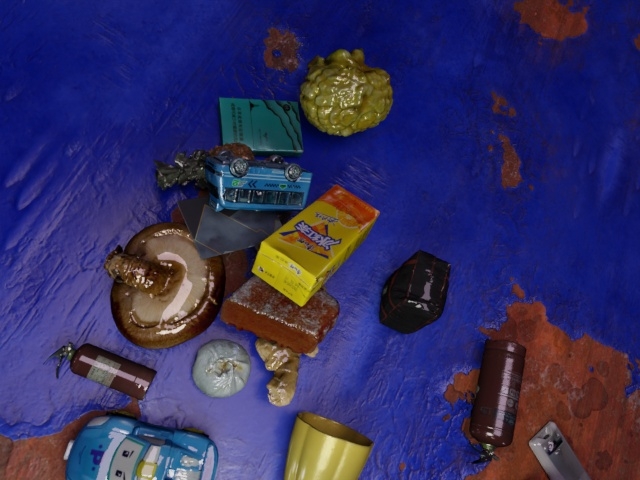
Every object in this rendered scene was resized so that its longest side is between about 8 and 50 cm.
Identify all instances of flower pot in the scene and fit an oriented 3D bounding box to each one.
[{"bbox_3d":[0.004,0.516,1.167,0.195,0.195,0.179,24,81,-11],"label":"flower pot"}]

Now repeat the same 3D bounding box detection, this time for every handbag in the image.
[{"bbox_3d":[0.247,0.136,1.337,0.155,0.215,0.169,27,64,-1],"label":"handbag"}]

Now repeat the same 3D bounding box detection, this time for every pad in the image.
[{"bbox_3d":[-0.210,-0.050,1.238,0.243,0.004,0.164,-16,70,-37],"label":"pad"}]

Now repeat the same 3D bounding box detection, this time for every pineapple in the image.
[{"bbox_3d":[-0.295,-0.181,1.292,0.247,0.128,0.128,-8,77,-19],"label":"pineapple"}]

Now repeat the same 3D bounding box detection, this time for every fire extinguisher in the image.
[{"bbox_3d":[-0.490,0.291,1.124,0.231,0.071,0.099,24,96,-10],"label":"fire extinguisher"},{"bbox_3d":[0.469,0.439,1.373,0.135,0.114,0.337,28,67,-26],"label":"fire extinguisher"}]

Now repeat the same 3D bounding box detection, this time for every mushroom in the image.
[{"bbox_3d":[-0.361,0.102,1.171,0.278,0.163,0.297,23,67,-21],"label":"mushroom"}]

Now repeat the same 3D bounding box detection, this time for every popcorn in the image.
[{"bbox_3d":[0.070,-0.415,1.434,0.270,0.224,0.258,27,51,-1],"label":"popcorn"}]

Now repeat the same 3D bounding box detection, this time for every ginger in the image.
[{"bbox_3d":[-0.065,0.246,1.269,0.147,0.081,0.334,28,55,12],"label":"ginger"}]

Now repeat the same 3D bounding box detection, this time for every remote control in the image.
[{"bbox_3d":[0.715,0.674,1.423,0.109,0.055,0.313,-30,85,-24],"label":"remote control"}]

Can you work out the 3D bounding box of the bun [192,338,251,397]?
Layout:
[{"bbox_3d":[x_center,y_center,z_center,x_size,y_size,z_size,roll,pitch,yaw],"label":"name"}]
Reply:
[{"bbox_3d":[-0.230,0.300,1.197,0.140,0.083,0.141,6,70,-18],"label":"bun"}]

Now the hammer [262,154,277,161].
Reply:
[{"bbox_3d":[-0.146,-0.205,1.393,0.083,0.043,0.043,-30,86,-24],"label":"hammer"}]

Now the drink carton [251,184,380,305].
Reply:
[{"bbox_3d":[0.000,0.000,1.255,0.154,0.111,0.351,34,39,12],"label":"drink carton"}]

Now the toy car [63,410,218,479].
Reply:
[{"bbox_3d":[-0.372,0.474,1.058,0.314,0.166,0.198,19,66,-12],"label":"toy car"}]

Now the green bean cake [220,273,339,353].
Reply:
[{"bbox_3d":[-0.088,0.170,1.208,0.232,0.097,0.198,33,53,14],"label":"green bean cake"}]

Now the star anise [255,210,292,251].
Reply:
[{"bbox_3d":[-0.159,-0.049,1.325,0.212,0.073,0.197,14,63,-10],"label":"star anise"}]

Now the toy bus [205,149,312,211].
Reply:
[{"bbox_3d":[-0.153,-0.139,1.232,0.246,0.113,0.134,0,109,-31],"label":"toy bus"}]

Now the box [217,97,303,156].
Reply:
[{"bbox_3d":[-0.167,-0.315,1.417,0.226,0.042,0.161,-3,77,-19],"label":"box"}]
